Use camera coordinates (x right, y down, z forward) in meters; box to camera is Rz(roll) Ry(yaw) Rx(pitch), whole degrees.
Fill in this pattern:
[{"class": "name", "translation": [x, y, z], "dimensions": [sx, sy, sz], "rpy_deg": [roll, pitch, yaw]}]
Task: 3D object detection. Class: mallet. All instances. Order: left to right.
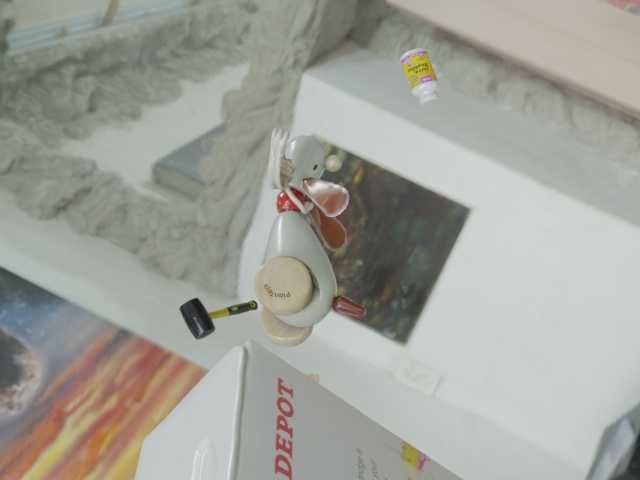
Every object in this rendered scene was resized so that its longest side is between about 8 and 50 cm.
[{"class": "mallet", "translation": [-0.164, 0.110, 1.539], "dimensions": [0.039, 0.062, 0.190], "rpy_deg": [-36, -6, 25]}]

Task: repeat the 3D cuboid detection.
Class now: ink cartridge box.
[{"class": "ink cartridge box", "translation": [0.026, 0.239, 0.602], "dimensions": [0.131, 0.306, 0.226], "rpy_deg": [-46, 22, 24]}]

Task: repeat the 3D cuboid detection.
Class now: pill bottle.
[{"class": "pill bottle", "translation": [0.155, -0.250, 1.441], "dimensions": [0.043, 0.043, 0.083], "rpy_deg": [90, 162, -80]}]

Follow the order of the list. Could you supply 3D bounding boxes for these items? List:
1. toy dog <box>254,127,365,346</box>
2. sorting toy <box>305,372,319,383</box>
[{"class": "toy dog", "translation": [0.000, 0.000, 1.419], "dimensions": [0.220, 0.161, 0.333], "rpy_deg": [47, -131, -85]}, {"class": "sorting toy", "translation": [-0.031, 0.211, 1.266], "dimensions": [0.083, 0.012, 0.062], "rpy_deg": [-21, 51, 59]}]
